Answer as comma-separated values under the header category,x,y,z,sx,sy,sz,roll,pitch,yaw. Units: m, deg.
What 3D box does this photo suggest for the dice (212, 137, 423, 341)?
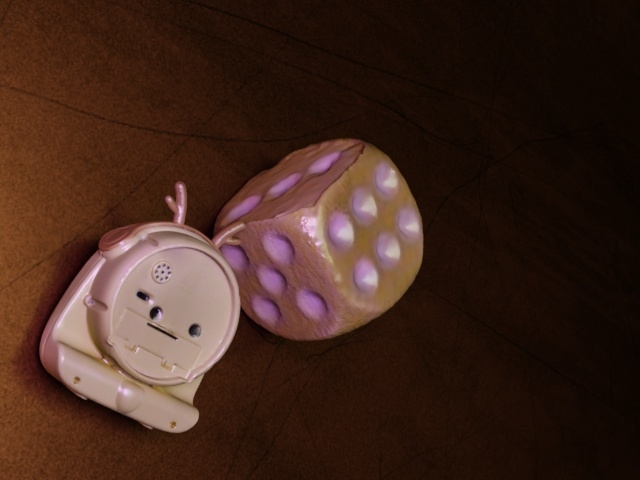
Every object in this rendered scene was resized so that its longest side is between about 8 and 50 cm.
category,x,y,z,sx,sy,sz,roll,pitch,yaw
dice,0.000,0.000,1.509,0.238,0.233,0.227,-46,115,-38

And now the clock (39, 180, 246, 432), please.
category,x,y,z,sx,sy,sz,roll,pitch,yaw
clock,-0.209,0.083,1.328,0.235,0.096,0.308,33,79,-34
